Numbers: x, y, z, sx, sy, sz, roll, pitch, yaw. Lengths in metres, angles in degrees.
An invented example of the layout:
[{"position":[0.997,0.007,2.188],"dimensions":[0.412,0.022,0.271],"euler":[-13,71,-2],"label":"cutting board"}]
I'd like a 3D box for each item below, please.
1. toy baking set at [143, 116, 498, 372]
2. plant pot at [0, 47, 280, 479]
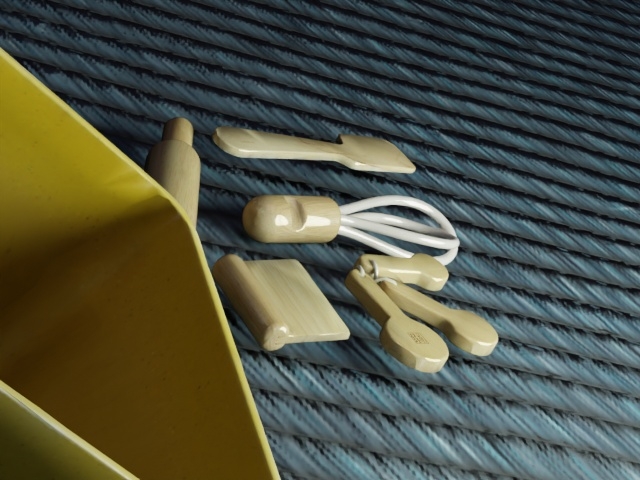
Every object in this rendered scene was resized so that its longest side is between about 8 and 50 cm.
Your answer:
[{"position":[-0.006,-0.002,1.021],"dimensions":[0.197,0.030,0.256],"euler":[20,27,-17],"label":"toy baking set"},{"position":[-0.157,0.046,0.566],"dimensions":[0.212,0.187,0.212],"euler":[42,14,-34],"label":"plant pot"}]
